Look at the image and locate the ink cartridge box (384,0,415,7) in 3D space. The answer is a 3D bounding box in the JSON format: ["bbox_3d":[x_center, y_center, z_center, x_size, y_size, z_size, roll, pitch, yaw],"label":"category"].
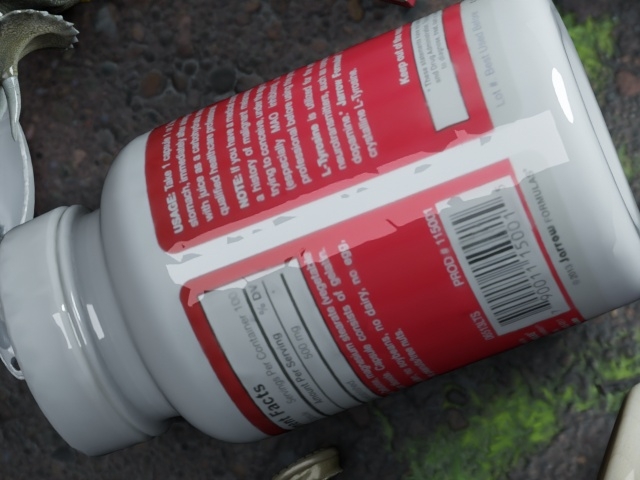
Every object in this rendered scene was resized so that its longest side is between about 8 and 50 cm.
[{"bbox_3d":[0.016,-0.211,1.370,0.099,0.135,0.056,17,92,13],"label":"ink cartridge box"}]

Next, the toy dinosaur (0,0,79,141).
[{"bbox_3d":[-0.186,-0.234,1.397,0.160,0.121,0.313,42,102,-16],"label":"toy dinosaur"}]

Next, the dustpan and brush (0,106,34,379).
[{"bbox_3d":[-0.259,0.010,1.466,0.147,0.060,0.211,-30,82,10],"label":"dustpan and brush"}]

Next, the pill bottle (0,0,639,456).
[{"bbox_3d":[0.000,0.000,1.321,0.407,0.229,0.229,-21,84,12],"label":"pill bottle"}]

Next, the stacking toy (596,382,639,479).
[{"bbox_3d":[0.345,0.206,1.292,0.330,0.141,0.141,17,92,8],"label":"stacking toy"}]

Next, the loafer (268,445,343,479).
[{"bbox_3d":[-0.032,0.206,1.413,0.148,0.056,0.050,-45,80,18],"label":"loafer"}]
